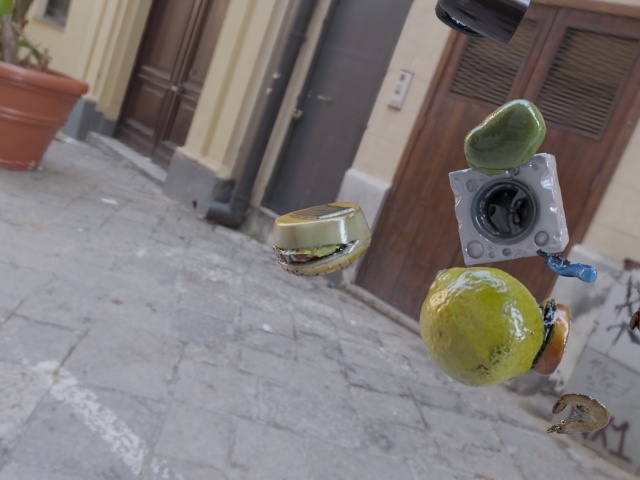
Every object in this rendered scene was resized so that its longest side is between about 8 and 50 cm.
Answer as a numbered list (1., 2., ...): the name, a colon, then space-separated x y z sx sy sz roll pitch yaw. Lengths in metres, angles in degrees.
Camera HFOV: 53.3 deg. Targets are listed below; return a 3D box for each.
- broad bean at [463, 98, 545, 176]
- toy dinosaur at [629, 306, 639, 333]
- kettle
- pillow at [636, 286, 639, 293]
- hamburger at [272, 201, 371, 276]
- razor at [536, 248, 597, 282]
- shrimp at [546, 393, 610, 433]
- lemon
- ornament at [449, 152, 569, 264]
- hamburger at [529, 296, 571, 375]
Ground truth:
1. broad bean: 0.369 -0.202 1.290 0.082 0.174 0.125 -28 89 -46
2. toy dinosaur: 0.656 0.141 1.198 0.097 0.433 0.208 -10 -16 10
3. kettle: 0.447 -0.657 1.804 0.232 0.144 0.202 27 -14 1
4. pillow: 0.913 0.149 1.629 0.038 0.113 0.203 5 33 -29
5. hamburger: 0.000 0.000 1.818 0.299 0.176 0.300 -11 12 2
6. razor: 0.524 0.059 1.342 0.081 0.042 0.253 22 5 1
7. shrimp: 0.736 0.513 1.864 0.133 0.236 0.053 39 52 -2
8. lemon: 0.464 0.246 1.880 0.387 0.350 0.349 48 22 23
9. ornament: 0.492 -0.083 1.649 0.238 0.240 0.239 -10 2 25
10. hamburger: 0.726 0.323 2.221 0.225 0.291 0.291 20 11 8
